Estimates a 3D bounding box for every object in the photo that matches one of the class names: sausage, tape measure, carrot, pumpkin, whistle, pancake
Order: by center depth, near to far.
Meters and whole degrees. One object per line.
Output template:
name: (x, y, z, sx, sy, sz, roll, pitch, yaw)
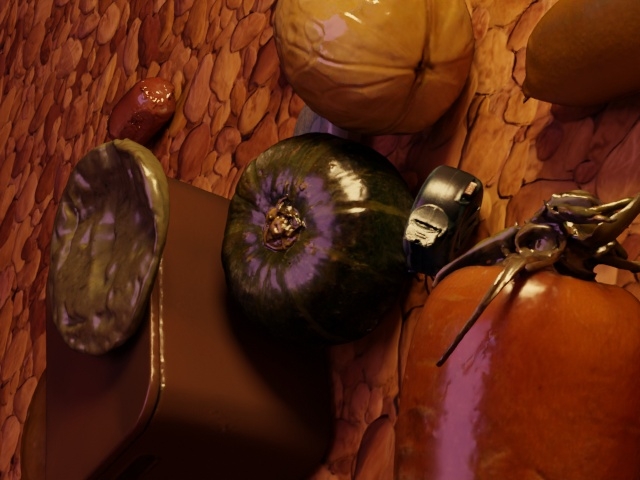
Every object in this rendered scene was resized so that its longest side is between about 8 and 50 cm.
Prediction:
carrot: (0.158, 0.113, 1.283, 0.193, 0.214, 0.331, -4, 68, 59)
sausage: (0.256, -0.174, 1.380, 0.328, 0.112, 0.112, -16, 61, 60)
tape measure: (0.162, -0.002, 1.521, 0.179, 0.104, 0.107, 16, 62, 29)
pumpkin: (0.000, 0.000, 1.671, 0.223, 0.157, 0.224, -15, 65, 35)
pancake: (-0.216, 0.010, 1.698, 0.242, 0.050, 0.242, -23, 63, 54)
whistle: (0.010, -0.073, 1.808, 0.107, 0.057, 0.220, -40, 46, 53)
sausage: (-0.253, -0.181, 2.317, 0.141, 0.076, 0.076, -36, 45, 48)

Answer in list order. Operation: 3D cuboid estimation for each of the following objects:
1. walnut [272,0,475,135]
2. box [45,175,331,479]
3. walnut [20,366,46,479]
walnut: (0.051, -0.205, 1.655, 0.195, 0.195, 0.222, -61, 33, 20)
box: (-0.146, 0.122, 1.790, 0.239, 0.229, 0.339, -46, 38, 39)
walnut: (-0.256, 0.224, 1.963, 0.209, 0.209, 0.336, -51, 34, 35)
